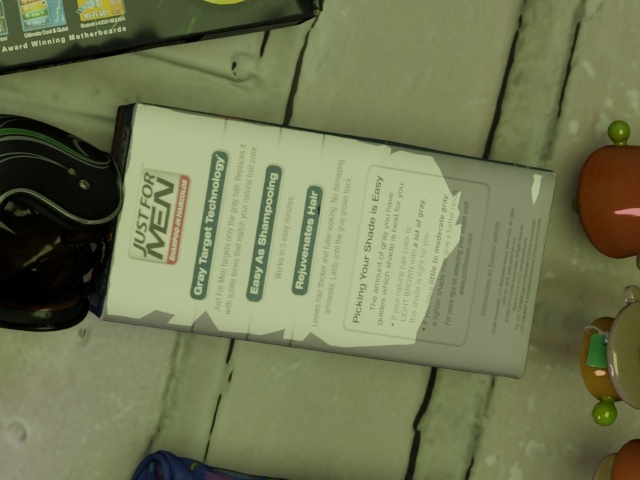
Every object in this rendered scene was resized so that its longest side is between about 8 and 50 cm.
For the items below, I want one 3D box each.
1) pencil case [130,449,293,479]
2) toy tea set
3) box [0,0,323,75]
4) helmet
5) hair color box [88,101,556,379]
[{"bbox_3d":[-0.012,0.245,1.588,0.306,0.133,0.119,11,65,-15],"label":"pencil case"},{"bbox_3d":[0.264,0.072,1.639,0.200,0.124,0.336,39,60,-35],"label":"toy tea set"},{"bbox_3d":[-0.219,-0.292,1.526,0.394,0.097,0.318,-10,92,-12],"label":"box"},{"bbox_3d":[-0.243,-0.015,1.497,0.161,0.169,0.169,7,92,-20],"label":"helmet"},{"bbox_3d":[0.000,0.000,1.589,0.347,0.105,0.174,9,91,-14],"label":"hair color box"}]
